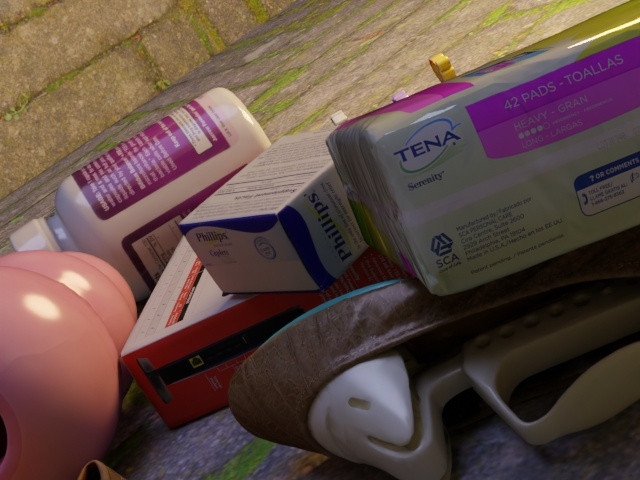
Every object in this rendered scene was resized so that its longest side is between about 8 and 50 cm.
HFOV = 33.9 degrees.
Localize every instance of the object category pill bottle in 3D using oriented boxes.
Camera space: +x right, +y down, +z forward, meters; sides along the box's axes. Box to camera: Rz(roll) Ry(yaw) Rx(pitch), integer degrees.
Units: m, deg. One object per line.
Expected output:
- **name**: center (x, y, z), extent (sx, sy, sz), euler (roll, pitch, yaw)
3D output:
- **pill bottle**: center (-0.196, -0.034, 1.216), extent (0.302, 0.169, 0.169), euler (-32, 18, -9)

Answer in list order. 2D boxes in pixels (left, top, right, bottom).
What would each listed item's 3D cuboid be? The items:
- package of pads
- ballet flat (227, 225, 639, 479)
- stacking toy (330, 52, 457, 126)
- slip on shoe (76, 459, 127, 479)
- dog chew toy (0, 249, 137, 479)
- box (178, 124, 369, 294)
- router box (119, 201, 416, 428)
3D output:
- **package of pads**: center (0.131, -0.066, 0.615), extent (0.229, 0.101, 0.296), euler (-22, 7, -2)
- **ballet flat**: center (0.095, 0.076, 0.622), extent (0.342, 0.116, 0.124), euler (-21, 38, 13)
- **stacking toy**: center (0.110, -0.156, 1.257), extent (0.167, 0.052, 0.221), euler (-31, 19, -1)
- **slip on shoe**: center (-0.167, 0.207, 0.742), extent (0.051, 0.041, 0.135), euler (-24, 19, 18)
- **dog chew toy**: center (-0.254, 0.101, 0.928), extent (0.207, 0.206, 0.332), euler (-26, 10, 12)
- **box**: center (-0.014, -0.026, 0.809), extent (0.126, 0.072, 0.137), euler (-5, 32, 50)
- **router box**: center (0.000, 0.000, 0.966), extent (0.301, 0.082, 0.335), euler (-24, 19, 16)
